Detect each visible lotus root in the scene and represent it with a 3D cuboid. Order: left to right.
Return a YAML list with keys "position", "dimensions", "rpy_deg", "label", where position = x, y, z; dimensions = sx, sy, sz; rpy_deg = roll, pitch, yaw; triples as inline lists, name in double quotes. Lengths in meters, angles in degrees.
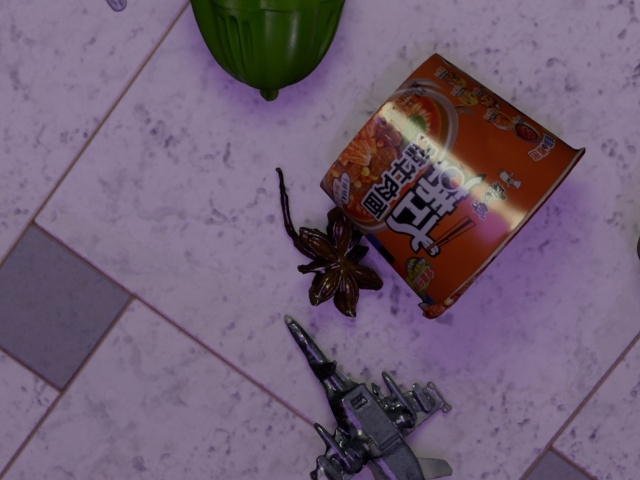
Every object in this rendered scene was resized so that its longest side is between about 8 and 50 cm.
- position: [-0.058, -0.229, 1.684]
  dimensions: [0.186, 0.186, 0.186]
  rpy_deg: [0, 101, 2]
  label: "lotus root"

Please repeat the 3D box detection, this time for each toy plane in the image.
- position: [0.040, 0.193, 1.790]
  dimensions: [0.192, 0.088, 0.262]
  rpy_deg: [-36, 95, -19]
  label: "toy plane"

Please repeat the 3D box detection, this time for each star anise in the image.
- position: [0.000, 0.000, 1.766]
  dimensions: [0.097, 0.070, 0.190]
  rpy_deg: [-25, 99, -20]
  label: "star anise"

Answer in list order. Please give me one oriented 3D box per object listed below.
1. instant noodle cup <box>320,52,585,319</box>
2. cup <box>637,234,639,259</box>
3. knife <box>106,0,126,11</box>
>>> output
- position: [0.132, -0.066, 1.666]
  dimensions: [0.192, 0.250, 0.250]
  rpy_deg: [41, 100, 3]
  label: "instant noodle cup"
- position: [0.487, -0.016, 1.693]
  dimensions: [0.200, 0.191, 0.253]
  rpy_deg: [36, 71, -2]
  label: "cup"
- position: [-0.238, -0.379, 1.721]
  dimensions: [0.058, 0.032, 0.244]
  rpy_deg: [5, 105, -3]
  label: "knife"
